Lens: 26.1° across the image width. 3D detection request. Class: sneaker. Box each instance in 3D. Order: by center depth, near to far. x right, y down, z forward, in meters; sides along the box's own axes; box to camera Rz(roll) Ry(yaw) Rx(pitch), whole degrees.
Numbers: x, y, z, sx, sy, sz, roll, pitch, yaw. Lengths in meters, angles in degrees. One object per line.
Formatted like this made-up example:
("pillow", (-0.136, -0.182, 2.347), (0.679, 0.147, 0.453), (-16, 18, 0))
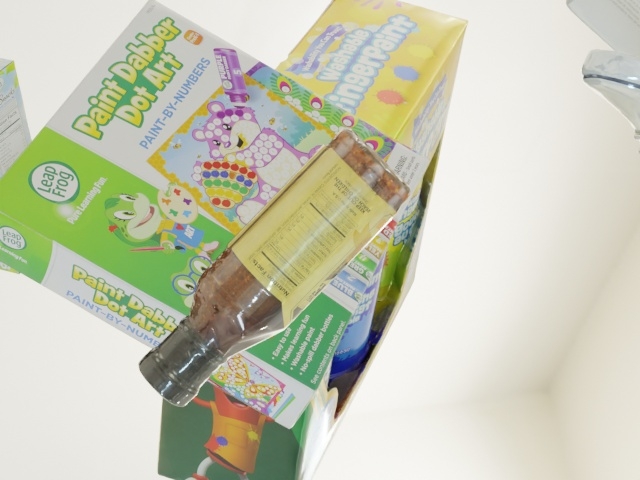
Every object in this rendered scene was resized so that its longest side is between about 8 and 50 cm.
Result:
("sneaker", (0.330, -0.086, 1.247), (0.094, 0.258, 0.091), (16, -100, 63))

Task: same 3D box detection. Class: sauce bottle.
("sauce bottle", (-0.020, 0.013, 0.549), (0.128, 0.042, 0.042), (-45, -134, 7))

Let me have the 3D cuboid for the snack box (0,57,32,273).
("snack box", (-0.360, -0.082, 1.322), (0.174, 0.070, 0.207), (13, -49, 22))

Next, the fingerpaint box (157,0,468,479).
("fingerpaint box", (0.000, 0.000, 1.452), (0.163, 0.445, 0.371), (17, -53, 12))

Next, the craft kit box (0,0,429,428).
("craft kit box", (-0.073, -0.029, 0.967), (0.250, 0.246, 0.061), (-62, 180, -43))

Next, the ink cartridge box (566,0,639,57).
("ink cartridge box", (0.427, -0.240, 1.401), (0.239, 0.275, 0.060), (-38, -153, 33))
